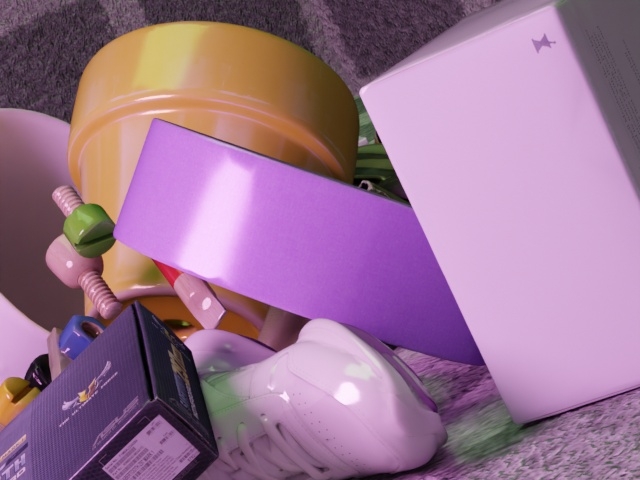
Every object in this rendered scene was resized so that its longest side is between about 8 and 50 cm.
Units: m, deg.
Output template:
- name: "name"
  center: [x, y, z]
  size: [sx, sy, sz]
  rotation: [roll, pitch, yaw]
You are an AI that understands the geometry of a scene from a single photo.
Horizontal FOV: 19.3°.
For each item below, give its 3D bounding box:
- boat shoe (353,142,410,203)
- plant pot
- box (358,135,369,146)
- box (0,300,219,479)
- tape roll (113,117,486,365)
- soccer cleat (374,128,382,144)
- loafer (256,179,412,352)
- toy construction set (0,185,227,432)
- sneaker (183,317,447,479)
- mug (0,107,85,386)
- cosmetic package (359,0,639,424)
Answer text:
- name: "boat shoe"
  center: [0.055, -0.017, 1.725]
  size: [0.130, 0.132, 0.355]
  rotation: [-34, 10, -40]
- name: "plant pot"
  center: [-0.103, -0.018, 1.607]
  size: [0.254, 0.254, 0.239]
  rotation: [-20, 49, 38]
- name: "box"
  center: [0.015, -0.058, 2.258]
  size: [0.114, 0.103, 0.203]
  rotation: [-26, 7, -5]
- name: "box"
  center: [-0.169, 0.158, 1.148]
  size: [0.233, 0.059, 0.183]
  rotation: [-43, 17, 5]
- name: "tape roll"
  center: [0.000, 0.000, 1.300]
  size: [0.275, 0.090, 0.275]
  rotation: [18, 2, -1]
- name: "soccer cleat"
  center: [0.080, -0.070, 1.834]
  size: [0.095, 0.083, 0.248]
  rotation: [10, -39, -17]
- name: "loafer"
  center: [-0.010, 0.050, 1.487]
  size: [0.251, 0.087, 0.094]
  rotation: [-49, 17, -25]
- name: "toy construction set"
  center: [-0.197, 0.132, 1.367]
  size: [0.309, 0.257, 0.237]
  rotation: [-42, 52, 0]
- name: "sneaker"
  center: [-0.031, 0.133, 1.179]
  size: [0.152, 0.114, 0.305]
  rotation: [-51, 19, -24]
- name: "mug"
  center: [-0.292, 0.086, 1.784]
  size: [0.374, 0.276, 0.328]
  rotation: [10, -41, -46]
- name: "cosmetic package"
  center: [0.158, -0.041, 1.166]
  size: [0.138, 0.224, 0.225]
  rotation: [-22, 8, 24]
